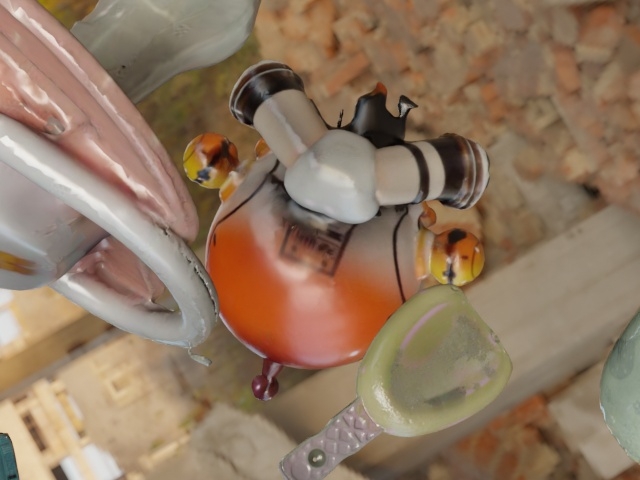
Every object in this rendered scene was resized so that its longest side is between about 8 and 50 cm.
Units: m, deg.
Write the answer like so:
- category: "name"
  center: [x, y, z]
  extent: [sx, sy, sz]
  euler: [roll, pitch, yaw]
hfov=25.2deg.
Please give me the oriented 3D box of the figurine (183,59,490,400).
- category: "figurine"
  center: [-0.001, 0.002, 1.426]
  extent: [0.320, 0.196, 0.323]
  euler: [21, 133, 5]

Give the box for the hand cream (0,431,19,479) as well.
- category: "hand cream"
  center: [-0.366, 0.234, 1.263]
  extent: [0.048, 0.224, 0.083]
  euler: [-7, 93, 48]

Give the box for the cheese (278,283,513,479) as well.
- category: "cheese"
  center: [0.049, 0.115, 1.027]
  extent: [0.097, 0.192, 0.037]
  euler: [53, 158, 1]

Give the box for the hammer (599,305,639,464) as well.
- category: "hammer"
  center: [0.294, 0.007, 0.881]
  extent: [0.113, 0.305, 0.202]
  euler: [40, 139, 11]

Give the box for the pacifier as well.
- category: "pacifier"
  center: [-0.153, -0.077, 0.845]
  extent: [0.332, 0.220, 0.273]
  euler: [132, 146, -70]
